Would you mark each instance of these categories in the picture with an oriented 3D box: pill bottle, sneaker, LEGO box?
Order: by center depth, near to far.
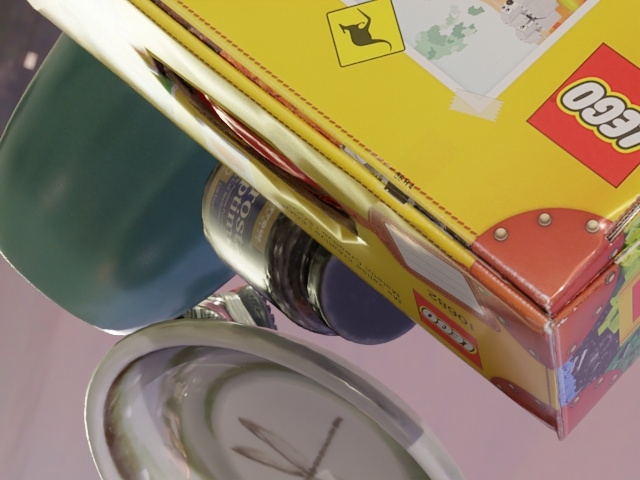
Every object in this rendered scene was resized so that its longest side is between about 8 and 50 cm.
[{"bbox_3d":[0.083,-0.185,1.243,0.372,0.500,0.193,-45,156,-12],"label":"LEGO box"},{"bbox_3d":[0.000,0.000,1.475,0.219,0.122,0.123,35,-72,62],"label":"pill bottle"},{"bbox_3d":[-0.086,0.146,2.034,0.299,0.112,0.121,-132,-143,-62],"label":"sneaker"}]

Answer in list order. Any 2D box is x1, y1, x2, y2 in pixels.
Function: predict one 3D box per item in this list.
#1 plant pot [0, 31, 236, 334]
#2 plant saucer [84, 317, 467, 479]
[{"bbox_3d":[-0.183,-0.054,1.875,0.235,0.293,0.293,-49,-164,10],"label":"plant pot"},{"bbox_3d":[-0.012,0.203,1.667,0.100,0.400,0.400,-52,176,-39],"label":"plant saucer"}]
